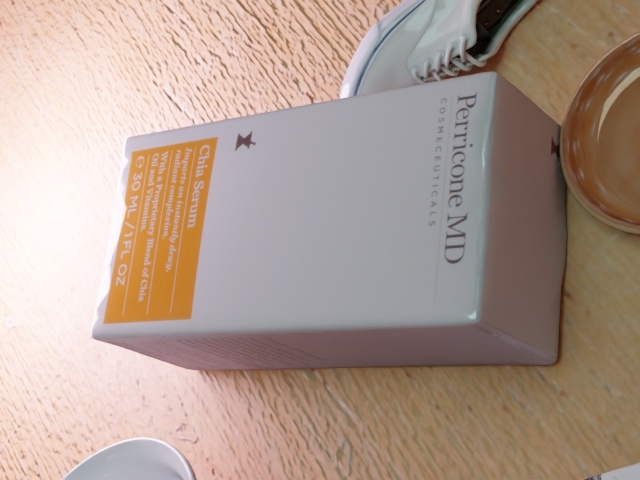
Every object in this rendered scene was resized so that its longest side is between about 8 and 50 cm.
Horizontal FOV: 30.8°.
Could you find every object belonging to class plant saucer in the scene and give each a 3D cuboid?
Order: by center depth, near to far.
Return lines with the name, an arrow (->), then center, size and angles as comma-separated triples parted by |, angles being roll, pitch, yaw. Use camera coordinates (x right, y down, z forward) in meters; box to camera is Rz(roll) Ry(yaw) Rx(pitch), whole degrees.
plant saucer -> 0.307, -0.096, 1.015 | 0.199, 0.037, 0.200 | -14, 65, 34

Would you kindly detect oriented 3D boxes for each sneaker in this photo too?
sneaker -> 0.123, -0.202, 1.162 | 0.258, 0.094, 0.091 | -49, 46, 11

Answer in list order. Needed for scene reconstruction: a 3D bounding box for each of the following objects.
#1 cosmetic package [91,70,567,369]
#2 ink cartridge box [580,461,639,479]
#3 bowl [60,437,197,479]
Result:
cosmetic package -> 0.000, 0.000, 1.136 | 0.453, 0.161, 0.230 | -6, 69, 36
ink cartridge box -> 0.258, 0.260, 0.871 | 0.237, 0.100, 0.172 | -25, 59, 29
bowl -> -0.187, 0.355, 1.135 | 0.297, 0.134, 0.298 | -28, 38, 25
